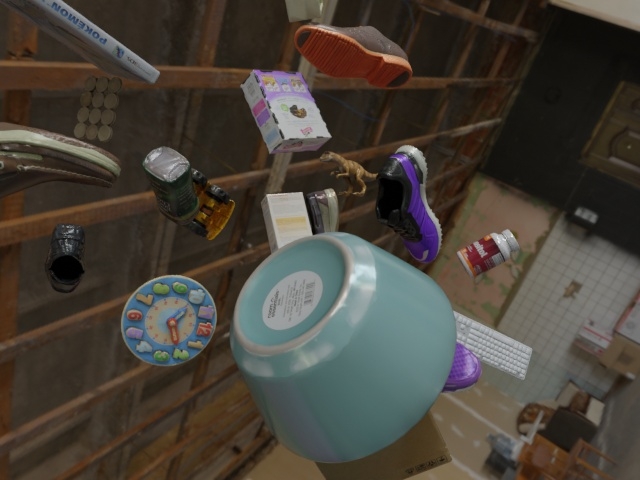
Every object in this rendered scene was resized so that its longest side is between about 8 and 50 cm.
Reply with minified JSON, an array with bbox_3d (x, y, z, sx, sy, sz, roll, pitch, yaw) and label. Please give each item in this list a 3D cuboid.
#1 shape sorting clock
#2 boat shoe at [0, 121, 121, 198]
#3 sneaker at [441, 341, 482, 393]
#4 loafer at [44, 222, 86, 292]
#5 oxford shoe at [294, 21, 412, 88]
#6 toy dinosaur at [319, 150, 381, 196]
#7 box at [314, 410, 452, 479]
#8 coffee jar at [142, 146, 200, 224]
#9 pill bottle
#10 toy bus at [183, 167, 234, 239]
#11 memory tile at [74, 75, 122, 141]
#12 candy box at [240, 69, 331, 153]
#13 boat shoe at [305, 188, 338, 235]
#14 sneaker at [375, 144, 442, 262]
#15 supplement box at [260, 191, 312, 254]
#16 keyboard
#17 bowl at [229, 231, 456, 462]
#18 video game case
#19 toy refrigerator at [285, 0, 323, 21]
[{"bbox_3d":[-0.331,0.178,1.176,0.206,0.040,0.206,-5,-79,-27],"label":"shape sorting clock"},{"bbox_3d":[-0.372,-0.084,0.621,0.095,0.257,0.095,157,124,-77],"label":"boat shoe"},{"bbox_3d":[0.151,0.164,0.873,0.095,0.236,0.104,-55,-20,-23],"label":"sneaker"},{"bbox_3d":[-0.499,0.052,1.039,0.076,0.078,0.223,5,-34,-25],"label":"loafer"},{"bbox_3d":[0.086,-0.530,1.472,0.364,0.132,0.130,10,-30,-32],"label":"oxford shoe"},{"bbox_3d":[0.093,-0.161,1.316,0.211,0.064,0.112,17,-105,-38],"label":"toy dinosaur"},{"bbox_3d":[0.094,0.333,0.853,0.201,0.021,0.164,-23,-62,5],"label":"box"},{"bbox_3d":[-0.319,-0.112,1.159,0.079,0.096,0.184,-50,-16,-25],"label":"coffee jar"},{"bbox_3d":[0.457,0.033,1.454,0.152,0.086,0.086,-30,-21,10],"label":"pill bottle"},{"bbox_3d":[-0.392,-0.127,1.536,0.149,0.211,0.220,-57,-41,-7],"label":"toy bus"},{"bbox_3d":[-0.496,-0.294,1.190,0.012,0.113,0.148,17,-97,-66],"label":"memory tile"},{"bbox_3d":[-0.085,-0.319,1.325,0.165,0.196,0.070,-13,-15,-44],"label":"candy box"},{"bbox_3d":[0.000,0.000,1.469,0.103,0.092,0.285,-123,31,-70],"label":"boat shoe"},{"bbox_3d":[0.187,-0.056,1.225,0.146,0.102,0.293,-40,-58,-37],"label":"sneaker"},{"bbox_3d":[-0.051,-0.023,0.837,0.062,0.098,0.036,-5,-18,-25],"label":"supplement box"},{"bbox_3d":[0.342,0.217,1.122,0.072,0.256,0.014,-67,18,-8],"label":"keyboard"},{"bbox_3d":[0.004,0.109,0.708,0.311,0.311,0.163,-52,-52,-17],"label":"bowl"},{"bbox_3d":[-0.526,-0.440,1.123,0.300,0.329,0.036,32,-94,-41],"label":"video game case"},{"bbox_3d":[-0.054,-0.699,1.321,0.102,0.094,0.269,-83,-16,-52],"label":"toy refrigerator"}]
